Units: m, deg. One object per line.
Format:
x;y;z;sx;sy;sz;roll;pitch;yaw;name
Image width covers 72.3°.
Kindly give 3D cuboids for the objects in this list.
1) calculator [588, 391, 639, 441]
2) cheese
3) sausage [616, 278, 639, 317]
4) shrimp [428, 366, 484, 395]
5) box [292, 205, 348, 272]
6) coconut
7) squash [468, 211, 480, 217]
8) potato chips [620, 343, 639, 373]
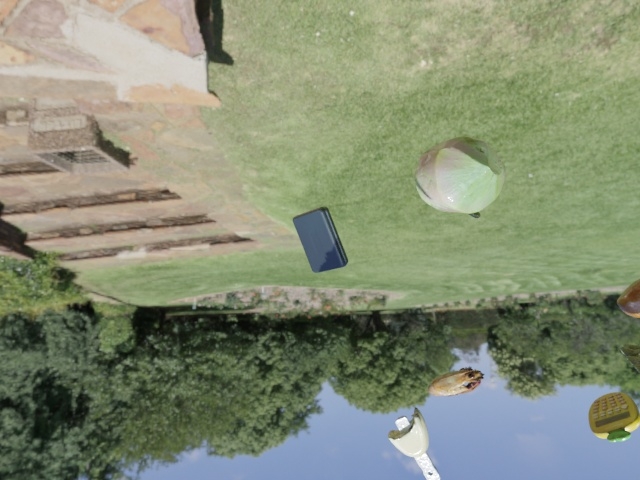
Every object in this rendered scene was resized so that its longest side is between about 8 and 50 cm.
0.910;0.548;1.360;0.146;0.032;0.235;-37;178;30;calculator
0.297;0.633;1.334;0.127;0.235;0.050;-30;-176;11;cheese
0.812;0.091;0.982;0.270;0.108;0.109;-39;152;26;sausage
0.433;0.445;1.355;0.133;0.053;0.236;26;137;-11;shrimp
0.000;0.000;1.592;0.160;0.230;0.050;-16;-171;40;box
0.366;-0.173;1.151;0.236;0.204;0.236;24;174;3;coconut
0.539;-0.106;1.575;0.083;0.027;0.027;40;-163;34;squash
0.946;0.226;1.055;0.389;0.097;0.373;-37;160;28;potato chips
